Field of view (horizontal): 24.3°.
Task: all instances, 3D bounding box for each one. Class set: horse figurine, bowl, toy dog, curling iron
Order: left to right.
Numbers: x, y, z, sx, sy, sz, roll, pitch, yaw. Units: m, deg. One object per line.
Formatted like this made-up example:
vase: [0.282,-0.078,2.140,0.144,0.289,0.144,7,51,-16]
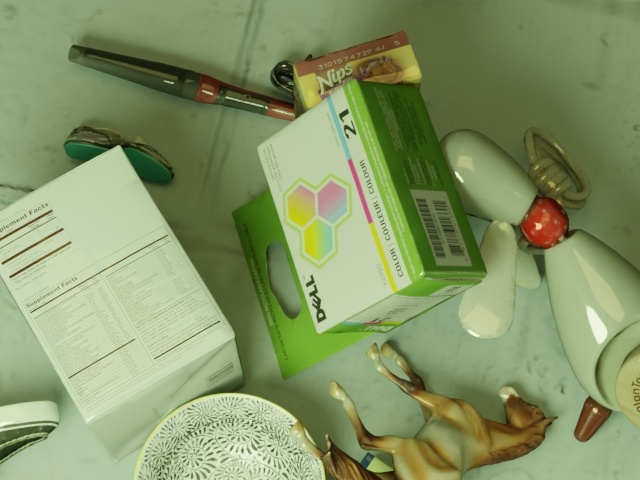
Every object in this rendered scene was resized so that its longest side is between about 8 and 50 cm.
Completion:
curling iron: [-0.117,-0.164,1.498,0.274,0.035,0.068,8,68,2]
bowl: [-0.079,0.228,1.345,0.170,0.080,0.170,0,72,1]
horse figurine: [0.085,0.176,1.322,0.174,0.066,0.263,40,34,11]
toy dog: [0.213,0.059,1.365,0.161,0.220,0.334,-48,69,25]

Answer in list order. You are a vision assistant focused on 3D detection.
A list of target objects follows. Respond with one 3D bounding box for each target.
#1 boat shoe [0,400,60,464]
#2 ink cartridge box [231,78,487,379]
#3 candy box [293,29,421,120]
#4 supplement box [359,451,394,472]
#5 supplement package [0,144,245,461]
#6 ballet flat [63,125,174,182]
boat shoe: [-0.334,0.210,1.357,0.219,0.078,0.070,-22,72,1]
ink cartridge box: [0.000,0.000,1.337,0.255,0.097,0.189,-31,69,36]
candy box: [0.032,-0.124,1.404,0.109,0.187,0.053,-17,72,-5]
supplement box: [0.054,0.252,1.349,0.083,0.056,0.083,33,75,10]
supplement package: [-0.183,0.062,1.339,0.149,0.194,0.203,-30,75,-10]
ballet flat: [-0.195,-0.090,1.473,0.114,0.041,0.041,16,73,4]
